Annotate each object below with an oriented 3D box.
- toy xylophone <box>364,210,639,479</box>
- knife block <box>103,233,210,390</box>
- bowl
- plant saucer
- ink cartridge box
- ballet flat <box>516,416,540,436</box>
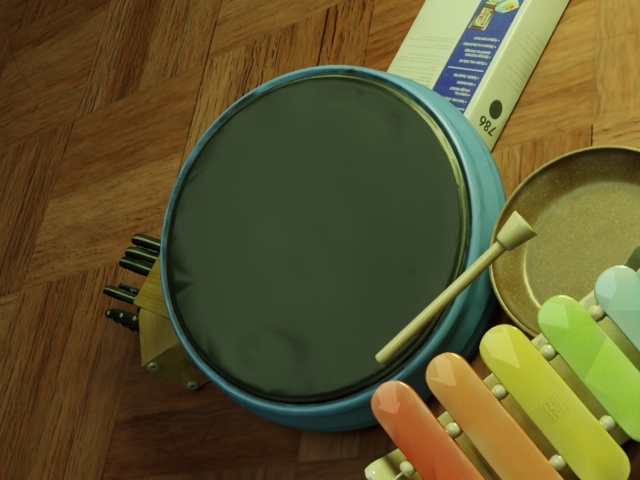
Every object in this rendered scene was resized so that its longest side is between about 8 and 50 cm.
[{"bbox_3d":[0.170,0.121,0.887,0.236,0.081,0.323,43,97,18],"label":"toy xylophone"},{"bbox_3d":[-0.152,0.049,1.329,0.275,0.088,0.242,-34,44,24],"label":"knife block"},{"bbox_3d":[0.000,0.000,1.110,0.391,0.077,0.391,-7,74,25],"label":"bowl"},{"bbox_3d":[0.252,0.009,0.970,0.198,0.036,0.199,-13,61,26],"label":"plant saucer"},{"bbox_3d":[0.162,-0.205,1.214,0.165,0.065,0.333,20,77,50],"label":"ink cartridge box"},{"bbox_3d":[0.139,0.203,0.973,0.173,0.057,0.049,-35,3,21],"label":"ballet flat"}]
